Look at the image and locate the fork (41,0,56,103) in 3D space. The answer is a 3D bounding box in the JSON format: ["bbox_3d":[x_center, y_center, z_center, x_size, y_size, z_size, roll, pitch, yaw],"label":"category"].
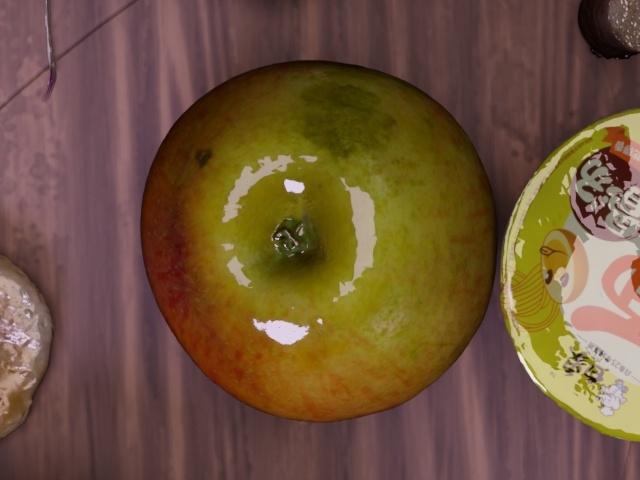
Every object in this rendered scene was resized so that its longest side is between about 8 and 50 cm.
[{"bbox_3d":[-0.266,-0.192,1.858,0.012,0.016,0.115,0,88,6],"label":"fork"}]

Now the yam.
[{"bbox_3d":[0.297,-0.217,1.831,0.084,0.127,0.084,0,92,-6],"label":"yam"}]

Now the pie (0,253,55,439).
[{"bbox_3d":[-0.357,0.114,1.834,0.218,0.052,0.185,-33,95,0],"label":"pie"}]

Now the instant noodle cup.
[{"bbox_3d":[0.303,0.027,1.782,0.311,0.221,0.311,0,90,-3],"label":"instant noodle cup"}]

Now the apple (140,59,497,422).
[{"bbox_3d":[0.000,0.000,1.729,0.339,0.339,0.340,0,90,-3],"label":"apple"}]
